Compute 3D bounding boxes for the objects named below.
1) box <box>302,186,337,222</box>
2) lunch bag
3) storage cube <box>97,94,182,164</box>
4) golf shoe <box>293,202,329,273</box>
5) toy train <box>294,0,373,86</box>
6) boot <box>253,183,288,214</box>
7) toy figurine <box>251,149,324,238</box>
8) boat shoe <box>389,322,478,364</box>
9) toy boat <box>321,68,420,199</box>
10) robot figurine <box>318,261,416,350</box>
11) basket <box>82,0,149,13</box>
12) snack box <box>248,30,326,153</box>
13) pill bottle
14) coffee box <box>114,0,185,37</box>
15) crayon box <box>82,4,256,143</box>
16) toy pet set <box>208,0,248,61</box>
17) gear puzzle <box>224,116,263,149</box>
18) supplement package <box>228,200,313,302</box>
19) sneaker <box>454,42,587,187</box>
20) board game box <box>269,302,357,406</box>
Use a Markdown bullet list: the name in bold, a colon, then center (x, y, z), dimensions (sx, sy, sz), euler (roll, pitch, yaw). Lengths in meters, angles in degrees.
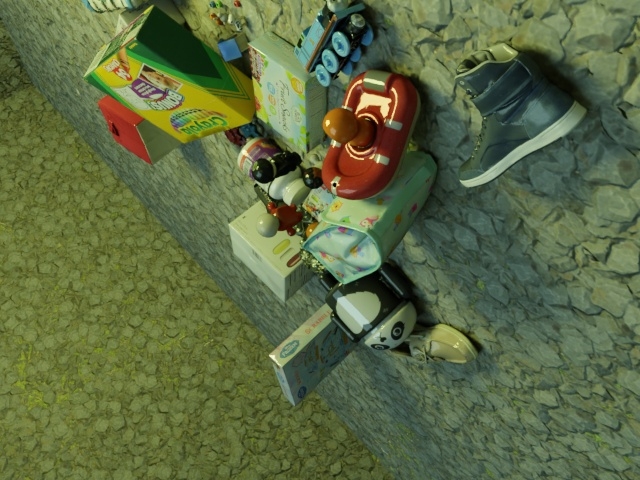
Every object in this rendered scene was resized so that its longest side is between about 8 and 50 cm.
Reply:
- **box**: center (0.059, -0.060, 1.316), dimensions (0.207, 0.036, 0.114), euler (44, 129, 14)
- **lunch bag**: center (0.105, -0.051, 1.064), dimensions (0.160, 0.223, 0.262), euler (42, 157, -2)
- **storage cube**: center (-0.579, -0.401, 1.788), dimensions (0.193, 0.215, 0.183), euler (32, 151, 23)
- **golf shoe**: center (0.000, 0.000, 1.428), dimensions (0.120, 0.105, 0.273), euler (32, -160, -35)
- **toy train**: center (0.021, -0.352, 0.947), dimensions (0.105, 0.080, 0.184), euler (55, 157, 2)
- **boot**: center (-0.139, -0.120, 1.601), dimensions (0.137, 0.077, 0.198), euler (59, 155, -10)
- **toy figurine**: center (-0.048, -0.099, 1.253), dimensions (0.209, 0.148, 0.213), euler (14, 114, 30)
- **boat shoe**: center (0.284, 0.283, 1.411), dimensions (0.109, 0.098, 0.302), euler (57, 156, -17)
- **toy boat**: center (0.063, -0.185, 0.922), dimensions (0.151, 0.151, 0.231), euler (27, 106, 41)
- **robot figurine**: center (0.124, 0.161, 1.418), dimensions (0.278, 0.173, 0.209), euler (47, 163, 8)
- **basket**: center (-0.534, -0.684, 1.276), dimensions (0.289, 0.201, 0.255), euler (24, 148, 29)
- **snack box**: center (-0.068, -0.317, 1.167), dimensions (0.174, 0.070, 0.207), euler (40, 156, 22)
- **pill bottle**: center (-0.118, -0.178, 1.422), dimensions (0.193, 0.108, 0.108), euler (43, 156, 16)
- **coffee box**: center (-0.470, -0.548, 1.451), dimensions (0.098, 0.141, 0.246), euler (54, 158, -12)
- **crayon box**: center (-0.373, -0.388, 1.340), dimensions (0.313, 0.106, 0.363), euler (33, 160, -35)
- **toy pet set**: center (-0.218, -0.471, 1.208), dimensions (0.122, 0.065, 0.114), euler (24, 146, 47)
- **gear puzzle**: center (-0.287, -0.358, 1.531), dimensions (0.339, 0.044, 0.175), euler (42, 156, 17)
- **supplement package**: center (-0.156, 0.035, 1.768), dimensions (0.262, 0.145, 0.204), euler (42, 156, 17)
- **sneaker**: center (0.240, -0.180, 0.781), dimensions (0.163, 0.086, 0.226), euler (41, 148, -6)
- **board game box**: center (-0.011, 0.365, 1.791), dimensions (0.066, 0.318, 0.318), euler (36, 153, 30)
